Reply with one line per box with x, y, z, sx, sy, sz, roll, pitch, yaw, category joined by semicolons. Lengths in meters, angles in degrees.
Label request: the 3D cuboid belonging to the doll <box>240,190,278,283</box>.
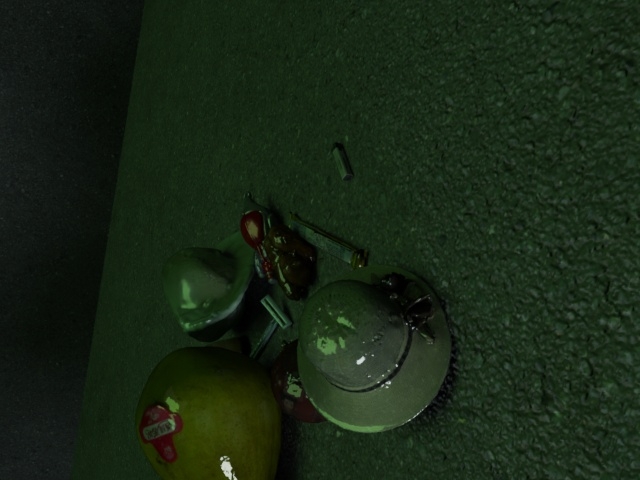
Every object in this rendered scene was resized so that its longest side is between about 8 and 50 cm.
-0.131;-0.014;1.248;0.102;0.075;0.227;-39;61;30;doll

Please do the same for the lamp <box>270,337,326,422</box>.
-0.002;0.236;0.951;0.157;0.156;0.134;-76;-27;-48;lamp

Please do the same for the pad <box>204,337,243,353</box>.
-0.246;0.392;1.390;0.284;0.018;0.286;-26;63;58;pad

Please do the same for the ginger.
-0.058;0.034;1.131;0.162;0.073;0.103;65;154;22;ginger

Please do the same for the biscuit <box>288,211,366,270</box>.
0.000;0.000;1.085;0.292;0.026;0.048;29;113;56;biscuit

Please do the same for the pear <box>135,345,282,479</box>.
-0.206;0.391;1.124;0.287;0.287;0.375;-43;73;46;pear

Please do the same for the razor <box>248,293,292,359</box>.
-0.125;0.214;1.241;0.084;0.036;0.211;49;133;24;razor

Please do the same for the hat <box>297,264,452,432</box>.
0.045;0.133;0.796;0.257;0.130;0.257;-14;60;25;hat

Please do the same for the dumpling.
-0.271;0.105;1.325;0.320;0.212;0.270;51;125;37;dumpling

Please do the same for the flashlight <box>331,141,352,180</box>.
0.040;-0.149;1.056;0.018;0.018;0.083;-49;45;41;flashlight
